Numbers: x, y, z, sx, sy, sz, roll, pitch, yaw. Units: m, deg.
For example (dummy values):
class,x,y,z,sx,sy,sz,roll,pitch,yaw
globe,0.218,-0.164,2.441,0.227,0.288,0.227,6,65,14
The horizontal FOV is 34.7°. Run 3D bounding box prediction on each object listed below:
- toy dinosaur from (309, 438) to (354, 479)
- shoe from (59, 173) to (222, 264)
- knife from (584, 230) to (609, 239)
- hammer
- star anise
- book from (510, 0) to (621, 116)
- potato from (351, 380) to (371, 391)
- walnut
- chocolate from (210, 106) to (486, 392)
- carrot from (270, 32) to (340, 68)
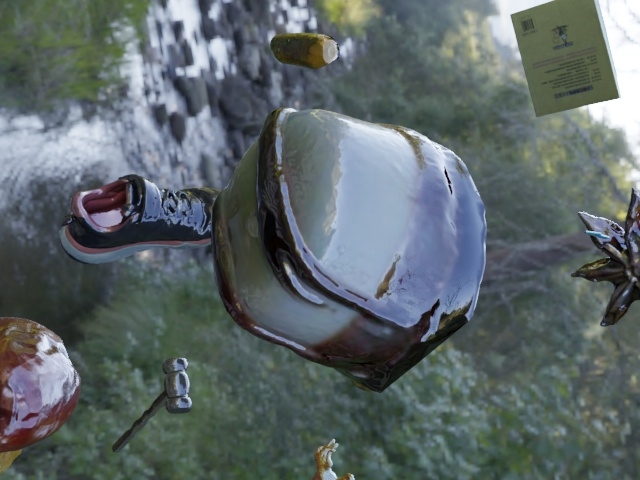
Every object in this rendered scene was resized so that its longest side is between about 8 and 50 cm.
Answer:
class,x,y,z,sx,sy,sz,roll,pitch,yaw
toy dinosaur,-0.012,0.456,1.773,0.057,0.212,0.142,36,-4,-32
shoe,-0.272,-0.052,1.624,0.137,0.291,0.114,98,-22,-56
knife,0.431,-0.009,1.595,0.091,0.014,0.005,9,78,-52
hammer,-0.206,0.211,1.204,0.292,0.029,0.058,133,-44,-54
star anise,0.525,0.040,1.644,0.088,0.288,0.288,-33,123,-39
book,0.424,-0.323,1.782,0.013,0.168,0.192,-24,101,-46
potato,0.050,0.124,1.124,0.051,0.040,0.083,-1,84,-42
walnut,-0.502,0.252,1.602,0.269,0.222,0.244,-61,172,-78
chocolate,0.000,0.000,1.021,0.186,0.283,0.283,13,62,-38
carrot,-0.036,-0.429,2.313,0.082,0.173,0.082,-10,104,-45
